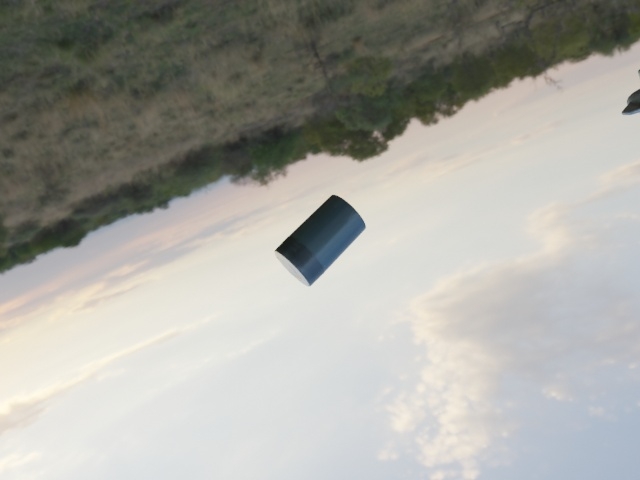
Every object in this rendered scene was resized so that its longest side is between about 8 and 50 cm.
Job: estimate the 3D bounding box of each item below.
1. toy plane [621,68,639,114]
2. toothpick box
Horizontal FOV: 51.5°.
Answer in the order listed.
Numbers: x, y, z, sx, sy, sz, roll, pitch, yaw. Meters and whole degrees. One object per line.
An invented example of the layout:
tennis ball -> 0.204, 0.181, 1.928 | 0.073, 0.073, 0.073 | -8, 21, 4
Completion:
toy plane -> 0.479, -0.178, 0.839 | 0.174, 0.174, 0.080 | -13, -160, 48
toothpick box -> 0.000, 0.000, 0.667 | 0.083, 0.052, 0.052 | -45, -165, -13
